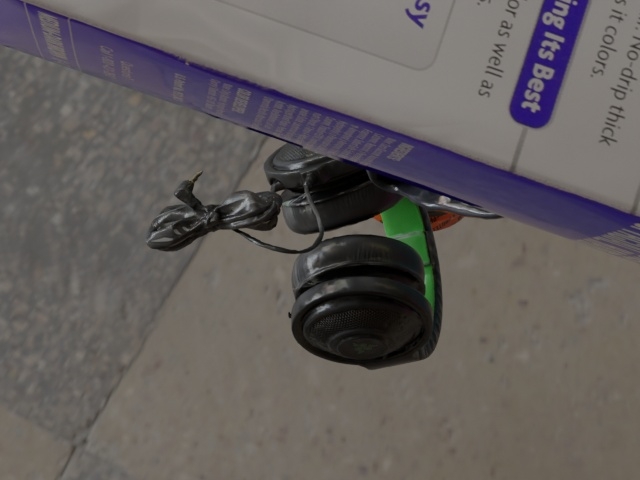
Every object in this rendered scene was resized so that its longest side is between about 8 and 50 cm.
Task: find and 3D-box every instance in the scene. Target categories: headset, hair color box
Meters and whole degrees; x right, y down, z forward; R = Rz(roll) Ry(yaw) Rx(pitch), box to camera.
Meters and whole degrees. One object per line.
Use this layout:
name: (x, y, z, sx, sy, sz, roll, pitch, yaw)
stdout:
headset: (0.000, 0.000, 1.460, 0.185, 0.394, 0.243, -14, 79, 19)
hair color box: (0.067, -0.109, 0.553, 0.339, 0.110, 0.185, 19, 84, -3)

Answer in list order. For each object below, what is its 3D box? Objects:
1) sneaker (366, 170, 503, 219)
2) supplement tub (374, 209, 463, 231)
sneaker: (0.184, -0.070, 1.107, 0.321, 0.180, 0.124, -12, 98, 16)
supplement tub: (0.133, -0.179, 1.860, 0.207, 0.207, 0.338, 12, 139, 2)
